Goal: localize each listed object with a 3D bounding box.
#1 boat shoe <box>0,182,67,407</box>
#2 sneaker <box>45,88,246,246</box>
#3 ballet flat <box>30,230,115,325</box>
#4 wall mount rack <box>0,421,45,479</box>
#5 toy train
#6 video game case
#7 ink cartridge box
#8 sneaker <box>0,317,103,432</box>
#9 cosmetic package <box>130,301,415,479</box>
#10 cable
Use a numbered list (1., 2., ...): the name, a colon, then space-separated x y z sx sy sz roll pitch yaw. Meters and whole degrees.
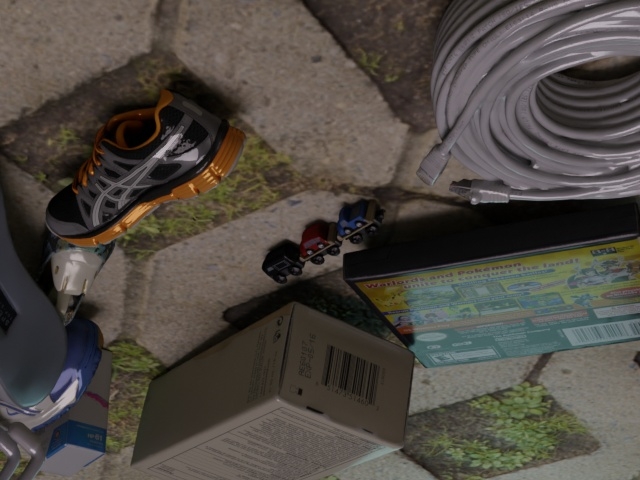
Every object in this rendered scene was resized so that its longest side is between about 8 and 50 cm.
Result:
1. boat shoe: -0.354 0.006 1.286 0.156 0.136 0.367 14 147 24
2. sneaker: -0.162 -0.065 1.211 0.215 0.084 0.083 -26 125 32
3. ballet flat: -0.240 0.035 1.381 0.070 0.070 0.188 13 147 -17
4. wall mount rack: -0.417 0.153 1.364 0.304 0.130 0.350 36 163 -10
5. toy train: 0.000 0.000 1.346 0.036 0.027 0.158 36 137 -27
6. video game case: 0.192 0.051 1.384 0.275 0.035 0.248 -10 153 19
7. ink cartridge box: -0.271 0.184 1.570 0.052 0.122 0.088 18 146 -30
8. sneaker: -0.365 0.138 1.515 0.296 0.112 0.131 -21 137 29
9. cosmetic package: -0.056 0.183 1.529 0.160 0.113 0.309 25 148 -26
10. cable: 0.210 -0.123 1.072 0.257 0.089 0.257 4 148 -5
